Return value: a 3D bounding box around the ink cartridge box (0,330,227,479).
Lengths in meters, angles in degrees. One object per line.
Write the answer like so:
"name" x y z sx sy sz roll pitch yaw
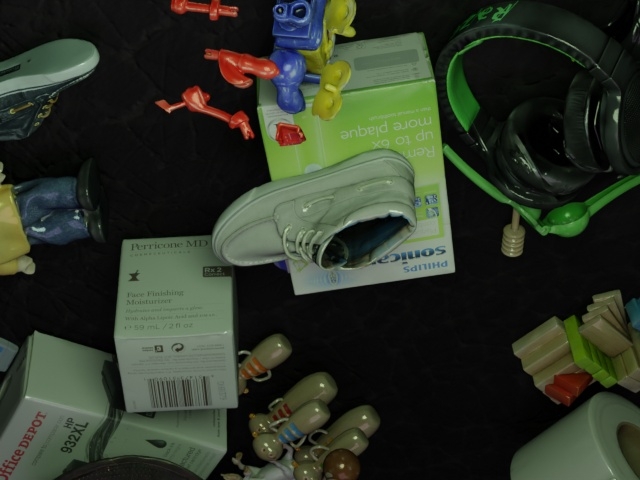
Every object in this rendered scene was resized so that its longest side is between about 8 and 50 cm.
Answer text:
"ink cartridge box" -0.320 0.285 1.880 0.307 0.129 0.223 19 129 -22

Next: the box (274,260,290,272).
"box" 0.000 0.000 1.716 0.136 0.028 0.081 -7 133 5

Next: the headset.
"headset" 0.294 -0.100 1.494 0.394 0.185 0.243 40 148 -16

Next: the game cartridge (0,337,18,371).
"game cartridge" -0.475 0.155 1.823 0.083 0.017 0.056 20 124 -22

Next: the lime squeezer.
"lime squeezer" 0.291 -0.057 1.644 0.310 0.059 0.110 4 125 -15

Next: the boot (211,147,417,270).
"boot" -0.012 -0.011 1.459 0.258 0.123 0.095 -25 125 16

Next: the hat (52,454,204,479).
"hat" -0.275 0.415 1.826 0.331 0.134 0.331 -4 115 -8

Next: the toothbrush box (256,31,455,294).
"toothbrush box" 0.045 -0.089 1.558 0.206 0.122 0.283 -8 128 2

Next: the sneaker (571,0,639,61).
"sneaker" 0.400 -0.254 1.478 0.234 0.084 0.097 -30 127 21

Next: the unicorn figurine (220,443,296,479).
"unicorn figurine" -0.066 0.368 2.038 0.162 0.060 0.111 -8 136 25

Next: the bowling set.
"bowling set" -0.033 0.291 1.867 0.154 0.200 0.287 -36 123 17

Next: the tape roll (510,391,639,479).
"tape roll" 0.434 0.376 1.959 0.246 0.246 0.169 30 123 -29

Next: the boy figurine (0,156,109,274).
"boy figurine" -0.411 -0.021 1.615 0.285 0.092 0.177 -10 133 5

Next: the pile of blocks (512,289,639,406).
"pile of blocks" 0.464 0.152 1.843 0.362 0.113 0.149 -17 132 10

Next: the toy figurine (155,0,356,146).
"toy figurine" -0.044 -0.268 1.380 0.191 0.363 0.217 6 174 6

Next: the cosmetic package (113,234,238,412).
"cosmetic package" -0.185 0.108 1.691 0.151 0.184 0.151 -3 134 -3

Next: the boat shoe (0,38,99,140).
"boat shoe" -0.329 -0.175 1.502 0.183 0.065 0.083 -13 134 16

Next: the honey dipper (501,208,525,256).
"honey dipper" 0.260 -0.047 1.695 0.030 0.030 0.161 -3 132 -2
